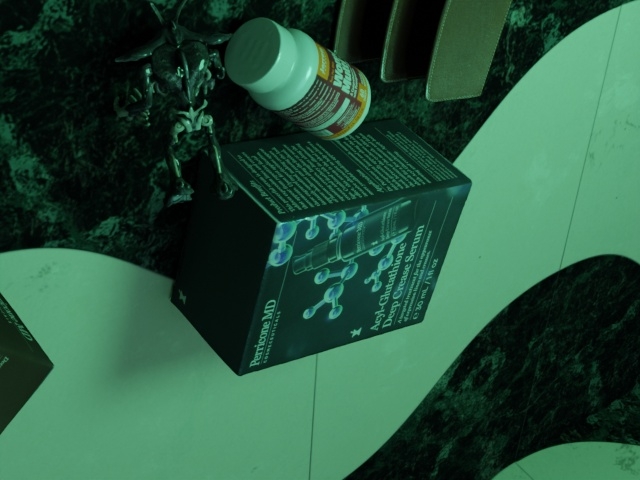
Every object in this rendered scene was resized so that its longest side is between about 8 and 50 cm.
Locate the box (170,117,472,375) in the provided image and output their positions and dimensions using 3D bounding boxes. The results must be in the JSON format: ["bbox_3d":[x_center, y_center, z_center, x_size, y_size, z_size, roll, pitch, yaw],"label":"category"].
[{"bbox_3d":[0.000,0.000,1.957,0.395,0.212,0.293,-13,133,-36],"label":"box"}]

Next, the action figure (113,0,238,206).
[{"bbox_3d":[-0.193,-0.189,1.659,0.164,0.141,0.276,-16,108,-24],"label":"action figure"}]

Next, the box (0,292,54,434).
[{"bbox_3d":[-0.536,0.104,1.539,0.143,0.191,0.381,-49,144,4],"label":"box"}]

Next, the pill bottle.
[{"bbox_3d":[-0.032,-0.233,1.782,0.121,0.121,0.221,-54,143,9],"label":"pill bottle"}]

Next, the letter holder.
[{"bbox_3d":[0.158,-0.369,1.822,0.214,0.152,0.302,-12,131,-35],"label":"letter holder"}]
